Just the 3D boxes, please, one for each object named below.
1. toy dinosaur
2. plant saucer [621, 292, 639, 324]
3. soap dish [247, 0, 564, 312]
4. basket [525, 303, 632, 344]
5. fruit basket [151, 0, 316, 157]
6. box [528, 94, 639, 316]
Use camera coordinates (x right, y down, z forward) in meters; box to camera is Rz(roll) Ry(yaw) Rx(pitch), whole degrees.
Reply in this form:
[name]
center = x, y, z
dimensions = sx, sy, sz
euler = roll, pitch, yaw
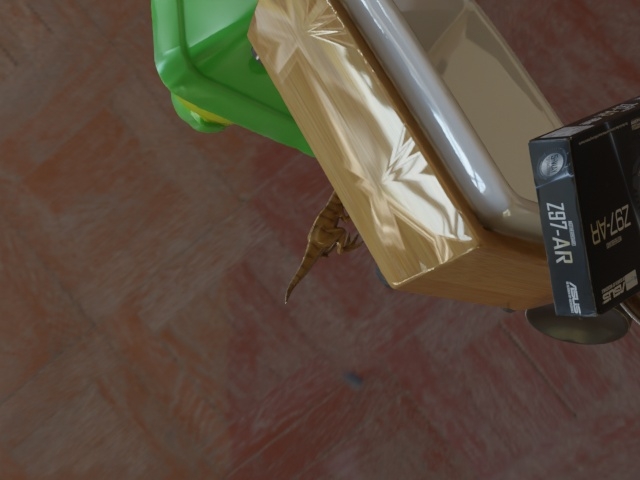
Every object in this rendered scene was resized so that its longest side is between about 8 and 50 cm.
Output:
[toy dinosaur]
center = 0.000, 0.000, 1.642
dimensions = 0.064, 0.112, 0.211
euler = 21, 80, 31
[plant saucer]
center = 0.453, -0.010, 1.286
dimensions = 0.311, 0.050, 0.310
euler = -4, 69, 11
[soap dish]
center = 0.086, -0.080, 0.877
dimensions = 0.118, 0.229, 0.290
euler = -42, 61, 25
[basket]
center = 0.337, 0.004, 1.495
dimensions = 0.204, 0.154, 0.226
euler = -4, 56, 33
[fruit basket]
center = -0.095, -0.259, 1.299
dimensions = 0.392, 0.283, 0.392
euler = -18, 62, 39
[box]
center = 0.113, -0.015, 0.447
dimensions = 0.018, 0.083, 0.067
euler = 0, 106, 45
